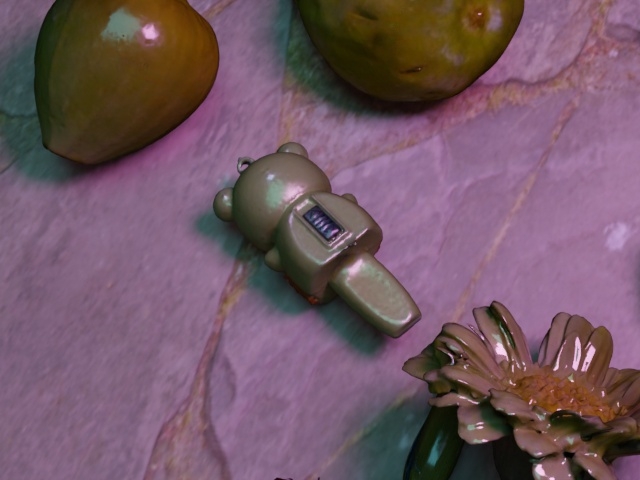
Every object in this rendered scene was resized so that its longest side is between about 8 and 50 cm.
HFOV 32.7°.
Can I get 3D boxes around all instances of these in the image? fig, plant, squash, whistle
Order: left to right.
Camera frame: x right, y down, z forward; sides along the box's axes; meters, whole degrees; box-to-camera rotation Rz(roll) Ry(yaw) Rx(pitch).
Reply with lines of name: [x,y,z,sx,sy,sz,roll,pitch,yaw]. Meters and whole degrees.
fig: [-0.238,-0.204,1.275,0.230,0.207,0.207,-42,66,20]
whistle: [0.000,0.000,1.211,0.131,0.106,0.288,-38,68,-17]
fig: [0.080,-0.270,1.315,0.314,0.233,0.233,-10,54,47]
squash: [0.132,0.199,1.147,0.052,0.052,0.183,24,71,13]
plant: [0.232,0.194,1.021,0.306,0.261,0.296,16,73,-30]

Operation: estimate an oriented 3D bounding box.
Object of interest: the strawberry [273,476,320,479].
strawberry: [-0.067,0.383,1.018,0.254,0.150,0.280,-5,51,-5]
